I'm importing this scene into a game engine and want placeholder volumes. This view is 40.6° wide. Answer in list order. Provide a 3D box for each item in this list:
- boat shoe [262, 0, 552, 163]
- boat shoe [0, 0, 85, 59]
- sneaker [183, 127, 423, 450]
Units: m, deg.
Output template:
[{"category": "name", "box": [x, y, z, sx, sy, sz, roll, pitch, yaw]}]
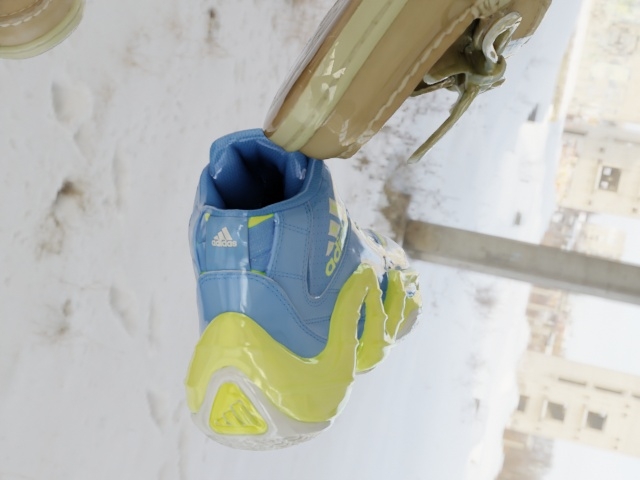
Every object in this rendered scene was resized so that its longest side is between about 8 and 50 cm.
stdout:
[{"category": "boat shoe", "box": [0.088, -0.127, 0.382, 0.285, 0.089, 0.104, -48, -170, -19]}, {"category": "boat shoe", "box": [-0.268, -0.244, 0.555, 0.109, 0.302, 0.098, -37, 171, -12]}, {"category": "sneaker", "box": [0.000, 0.000, 0.433, 0.240, 0.091, 0.126, -54, 141, -71]}]
